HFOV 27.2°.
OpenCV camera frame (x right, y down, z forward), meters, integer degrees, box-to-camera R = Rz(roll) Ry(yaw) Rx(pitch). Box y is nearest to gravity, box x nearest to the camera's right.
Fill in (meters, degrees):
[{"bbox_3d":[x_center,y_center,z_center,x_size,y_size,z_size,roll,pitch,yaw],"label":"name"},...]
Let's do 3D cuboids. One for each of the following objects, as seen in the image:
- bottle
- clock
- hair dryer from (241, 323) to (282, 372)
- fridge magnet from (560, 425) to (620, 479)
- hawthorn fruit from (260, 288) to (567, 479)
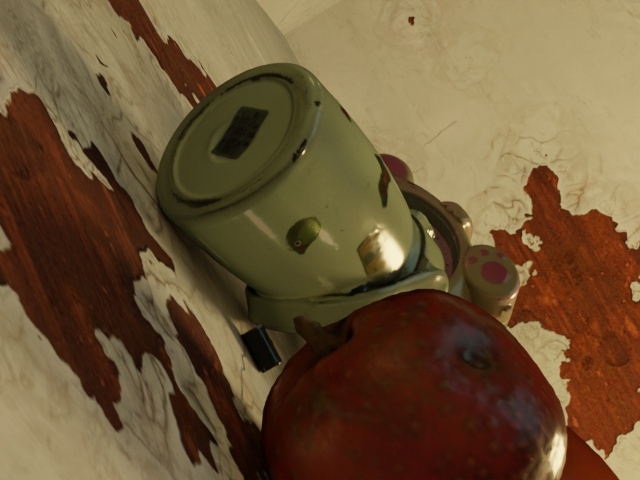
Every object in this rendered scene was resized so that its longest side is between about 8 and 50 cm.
[{"bbox_3d":[0.000,0.000,1.428,0.352,0.229,0.229,47,14,-39],"label":"bottle"},{"bbox_3d":[0.069,0.025,1.684,0.309,0.284,0.114,56,-27,35],"label":"clock"},{"bbox_3d":[-0.060,0.113,1.398,0.047,0.026,0.083,63,0,3],"label":"hair dryer"},{"bbox_3d":[0.186,0.276,1.494,0.363,0.155,0.363,20,26,-10],"label":"fridge magnet"},{"bbox_3d":[0.074,0.173,1.167,0.300,0.275,0.275,48,10,-12],"label":"hawthorn fruit"}]
